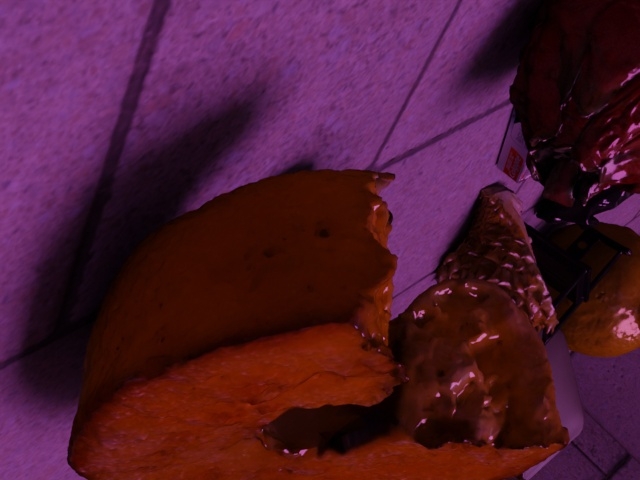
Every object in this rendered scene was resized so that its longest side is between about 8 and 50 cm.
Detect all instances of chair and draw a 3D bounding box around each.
[{"bbox_3d":[0.392,0.047,1.968,0.260,0.154,0.141,-47,156,-13],"label":"chair"}]

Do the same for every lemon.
[{"bbox_3d":[0.508,0.089,2.147,0.260,0.260,0.284,-49,-160,13],"label":"lemon"}]

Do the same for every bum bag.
[{"bbox_3d":[0.505,-0.112,1.962,0.340,0.095,0.144,-33,-161,-24],"label":"bum bag"}]

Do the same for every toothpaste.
[{"bbox_3d":[0.263,-0.135,1.457,0.040,0.047,0.196,-43,163,-17],"label":"toothpaste"}]

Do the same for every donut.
[{"bbox_3d":[-0.026,0.107,0.973,0.378,0.163,0.435,-19,148,20],"label":"donut"}]

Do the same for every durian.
[{"bbox_3d":[0.284,0.051,1.702,0.185,0.195,0.305,-37,164,-4],"label":"durian"}]

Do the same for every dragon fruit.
[{"bbox_3d":[0.319,-0.163,1.198,0.298,0.244,0.244,-60,165,-11],"label":"dragon fruit"}]

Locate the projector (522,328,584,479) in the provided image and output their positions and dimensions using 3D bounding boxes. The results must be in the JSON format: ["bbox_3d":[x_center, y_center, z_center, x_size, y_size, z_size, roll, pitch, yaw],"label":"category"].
[{"bbox_3d":[0.294,0.291,2.073,0.249,0.248,0.249,-9,-170,40],"label":"projector"}]

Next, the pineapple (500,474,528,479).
[{"bbox_3d":[0.113,0.346,1.717,0.300,0.352,0.352,-48,163,12],"label":"pineapple"}]

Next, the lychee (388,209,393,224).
[{"bbox_3d":[0.000,0.000,1.055,0.146,0.114,0.114,-33,169,26],"label":"lychee"}]
